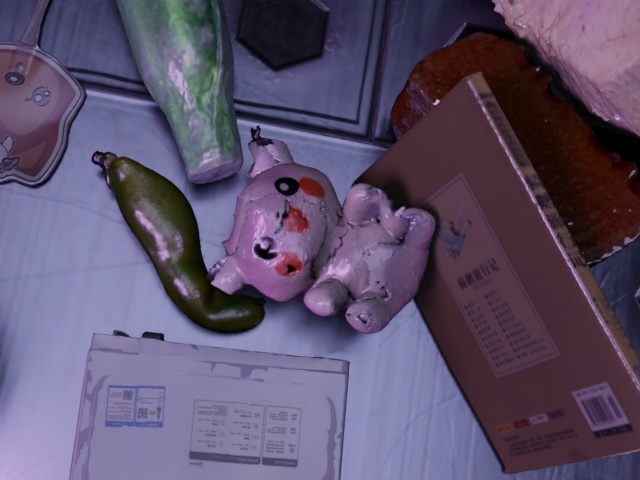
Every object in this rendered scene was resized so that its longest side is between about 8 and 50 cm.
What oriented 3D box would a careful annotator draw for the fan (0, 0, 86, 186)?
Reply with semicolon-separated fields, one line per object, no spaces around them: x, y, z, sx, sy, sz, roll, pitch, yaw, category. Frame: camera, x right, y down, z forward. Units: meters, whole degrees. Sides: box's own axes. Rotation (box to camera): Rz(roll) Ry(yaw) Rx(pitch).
-0.282;-0.158;0.870;0.132;0.009;0.220;17;76;-5;fan

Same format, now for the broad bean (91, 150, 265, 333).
-0.131;0.000;0.836;0.070;0.048;0.213;-40;92;-26;broad bean

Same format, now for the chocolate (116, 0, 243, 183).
-0.132;-0.198;0.857;0.110;0.110;0.291;-15;83;-11;chocolate

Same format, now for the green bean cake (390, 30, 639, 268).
0.166;-0.069;0.820;0.097;0.198;0.233;-28;79;-15;green bean cake

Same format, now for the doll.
0.000;0.000;0.813;0.192;0.095;0.149;23;81;-1;doll

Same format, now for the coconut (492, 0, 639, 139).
0.378;-0.254;0.794;0.404;0.404;0.405;2;78;-8;coconut

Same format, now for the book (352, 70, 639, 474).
0.147;0.042;0.784;0.021;0.217;0.310;-23;82;-28;book

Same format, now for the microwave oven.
-0.091;0.164;0.769;0.208;0.122;0.162;7;77;-6;microwave oven
